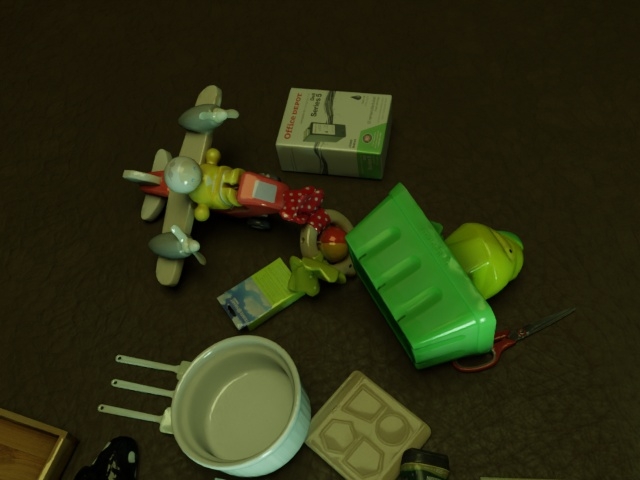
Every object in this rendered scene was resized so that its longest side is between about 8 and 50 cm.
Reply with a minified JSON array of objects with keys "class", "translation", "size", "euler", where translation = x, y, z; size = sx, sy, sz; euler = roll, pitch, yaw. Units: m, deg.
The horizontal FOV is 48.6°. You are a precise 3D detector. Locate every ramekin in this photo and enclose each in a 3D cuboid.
[{"class":"ramekin","translation":[-0.153,0.348,1.454],"size":[0.278,0.135,0.277],"euler":[-10,54,14]}]

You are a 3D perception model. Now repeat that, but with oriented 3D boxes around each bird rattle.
[{"class":"bird rattle","translation":[0.000,0.000,1.638],"size":[0.143,0.207,0.253],"euler":[-24,67,43]}]

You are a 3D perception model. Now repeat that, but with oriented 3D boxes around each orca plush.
[{"class":"orca plush","translation":[-0.471,0.523,1.429],"size":[0.151,0.102,0.287],"euler":[30,67,22]}]

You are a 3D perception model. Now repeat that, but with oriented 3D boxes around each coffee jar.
[{"class":"coffee jar","translation":[0.198,0.500,1.371],"size":[0.096,0.079,0.184],"euler":[15,60,-11]}]

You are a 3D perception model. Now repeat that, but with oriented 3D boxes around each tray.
[{"class":"tray","translation":[-0.753,0.455,1.523],"size":[0.411,0.076,0.202],"euler":[14,62,14]}]

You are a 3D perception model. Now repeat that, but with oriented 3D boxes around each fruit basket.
[{"class":"fruit basket","translation":[0.286,0.056,1.523],"size":[0.393,0.283,0.391],"euler":[-5,63,9]}]

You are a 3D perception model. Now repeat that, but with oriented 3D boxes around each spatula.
[{"class":"spatula","translation":[-0.369,0.338,1.577],"size":[0.242,0.019,0.168],"euler":[8,62,11]}]

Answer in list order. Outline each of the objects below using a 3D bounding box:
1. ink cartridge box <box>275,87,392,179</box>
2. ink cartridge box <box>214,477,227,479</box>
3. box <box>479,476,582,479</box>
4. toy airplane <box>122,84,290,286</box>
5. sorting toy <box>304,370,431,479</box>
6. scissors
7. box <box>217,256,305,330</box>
[{"class":"ink cartridge box","translation":[0.039,-0.278,1.838],"size":[0.273,0.114,0.198],"euler":[6,60,10]},{"class":"ink cartridge box","translation":[-0.121,0.549,1.396],"size":[0.210,0.062,0.108],"euler":[9,60,12]},{"class":"box","translation":[0.447,0.515,1.301],"size":[0.312,0.148,0.121],"euler":[0,59,5]},{"class":"toy airplane","translation":[-0.312,-0.139,1.703],"size":[0.385,0.272,0.386],"euler":[-35,73,6]},{"class":"sorting toy","translation":[0.094,0.404,1.476],"size":[0.208,0.038,0.193],"euler":[37,70,20]},{"class":"scissors","translation":[0.428,0.219,1.554],"size":[0.297,0.021,0.108],"euler":[-10,56,0]},{"class":"box","translation":[-0.138,0.130,1.658],"size":[0.178,0.042,0.109],"euler":[-33,61,-12]}]
